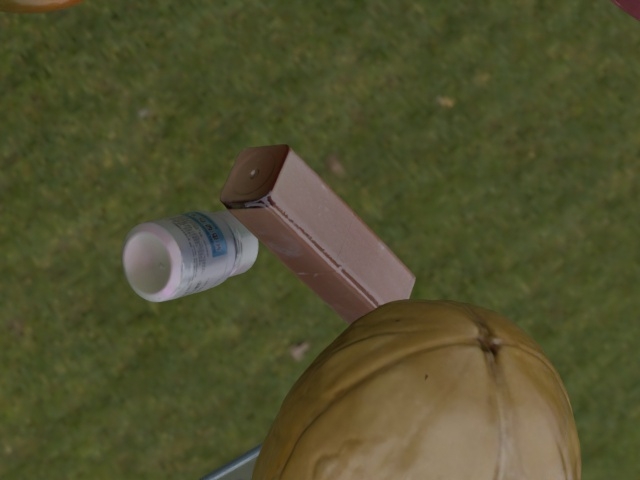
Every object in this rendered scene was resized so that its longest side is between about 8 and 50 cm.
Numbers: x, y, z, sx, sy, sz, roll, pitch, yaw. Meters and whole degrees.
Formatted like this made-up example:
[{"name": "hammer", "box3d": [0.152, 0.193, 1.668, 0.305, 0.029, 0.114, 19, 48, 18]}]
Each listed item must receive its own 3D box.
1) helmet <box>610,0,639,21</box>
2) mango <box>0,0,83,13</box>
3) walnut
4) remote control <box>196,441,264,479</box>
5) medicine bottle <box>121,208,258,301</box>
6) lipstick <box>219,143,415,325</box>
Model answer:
[{"name": "helmet", "box3d": [0.289, -0.274, 1.127, 0.253, 0.198, 0.154, -37, 149, -13]}, {"name": "mango", "box3d": [-0.278, -0.280, 1.361, 0.146, 0.289, 0.129, -35, 153, -22]}, {"name": "walnut", "box3d": [0.050, 0.126, 0.868, 0.165, 0.165, 0.197, -3, 138, -39]}, {"name": "remote control", "box3d": [-0.013, 0.165, 1.055, 0.244, 0.087, 0.047, -25, 163, -36]}, {"name": "medicine bottle", "box3d": [-0.083, 0.007, 1.081, 0.089, 0.052, 0.052, -15, 142, -54]}, {"name": "lipstick", "box3d": [0.000, 0.000, 1.044, 0.145, 0.045, 0.045, 45, 54, -38]}]
